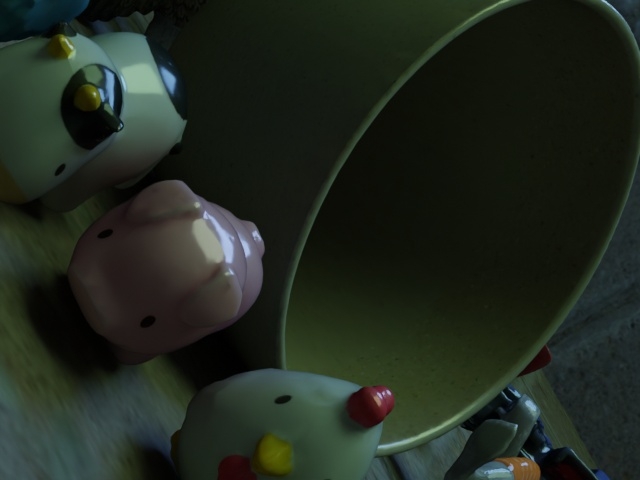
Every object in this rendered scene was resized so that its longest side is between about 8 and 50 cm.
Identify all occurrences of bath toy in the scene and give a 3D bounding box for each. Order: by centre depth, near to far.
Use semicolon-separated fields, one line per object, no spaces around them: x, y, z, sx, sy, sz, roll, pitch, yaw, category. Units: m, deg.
-0.079;-0.004;0.808;0.151;0.129;0.348;-26;85;-47;bath toy

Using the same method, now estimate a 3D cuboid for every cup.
0.020;-0.057;1.088;0.237;0.331;0.331;35;-7;35;cup

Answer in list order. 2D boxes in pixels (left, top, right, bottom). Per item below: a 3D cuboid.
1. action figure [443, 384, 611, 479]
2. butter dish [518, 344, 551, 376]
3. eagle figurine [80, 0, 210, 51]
0.139;0.218;1.326;0.341;0.178;0.330;48;-1;10;action figure
0.113;0.110;1.533;0.160;0.160;0.118;54;33;-26;butter dish
-0.110;-0.252;1.179;0.225;0.226;0.298;30;-14;5;eagle figurine
